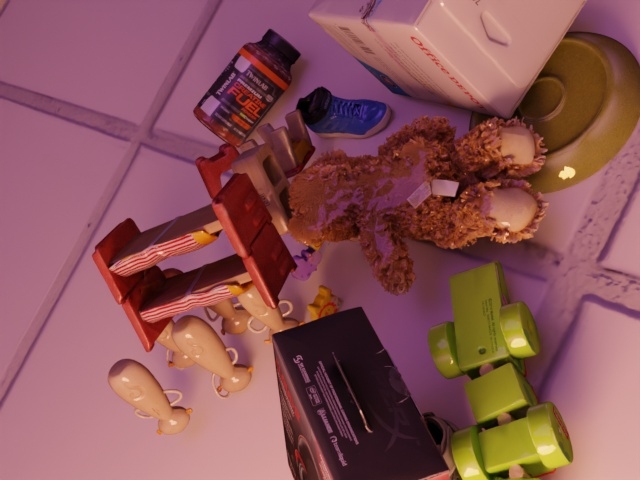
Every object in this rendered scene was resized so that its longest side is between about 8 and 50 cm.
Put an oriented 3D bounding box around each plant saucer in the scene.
[{"bbox_3d":[0.291,-0.175,1.107,0.241,0.037,0.241,-21,54,32],"label":"plant saucer"}]

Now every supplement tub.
[{"bbox_3d":[-0.121,-0.263,1.464,0.198,0.106,0.106,-52,44,6],"label":"supplement tub"}]

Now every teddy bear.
[{"bbox_3d":[0.126,-0.054,1.094,0.338,0.113,0.245,-23,62,19],"label":"teddy bear"}]

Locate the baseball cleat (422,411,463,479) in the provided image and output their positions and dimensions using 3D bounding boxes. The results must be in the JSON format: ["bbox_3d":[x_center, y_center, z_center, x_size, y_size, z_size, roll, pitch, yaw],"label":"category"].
[{"bbox_3d":[0.140,0.287,0.925,0.072,0.109,0.206,-28,53,15],"label":"baseball cleat"}]

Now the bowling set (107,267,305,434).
[{"bbox_3d":[-0.168,0.130,1.274,0.287,0.154,0.200,-31,35,9],"label":"bowling set"}]

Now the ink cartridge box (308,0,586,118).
[{"bbox_3d":[0.163,-0.311,1.144,0.197,0.198,0.270,-56,34,-2],"label":"ink cartridge box"}]

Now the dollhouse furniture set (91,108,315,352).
[{"bbox_3d":[-0.128,-0.028,1.197,0.201,0.152,0.374,-20,19,22],"label":"dollhouse furniture set"}]

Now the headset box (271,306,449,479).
[{"bbox_3d":[0.037,0.232,0.914,0.110,0.293,0.218,-16,47,-13],"label":"headset box"}]

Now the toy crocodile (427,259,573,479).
[{"bbox_3d":[0.202,0.172,0.952,0.115,0.105,0.340,-24,49,21],"label":"toy crocodile"}]

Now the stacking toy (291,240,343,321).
[{"bbox_3d":[0.000,0.000,1.254,0.167,0.052,0.221,24,81,42],"label":"stacking toy"}]

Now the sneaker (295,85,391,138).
[{"bbox_3d":[0.028,-0.199,1.313,0.152,0.084,0.058,2,68,41],"label":"sneaker"}]
